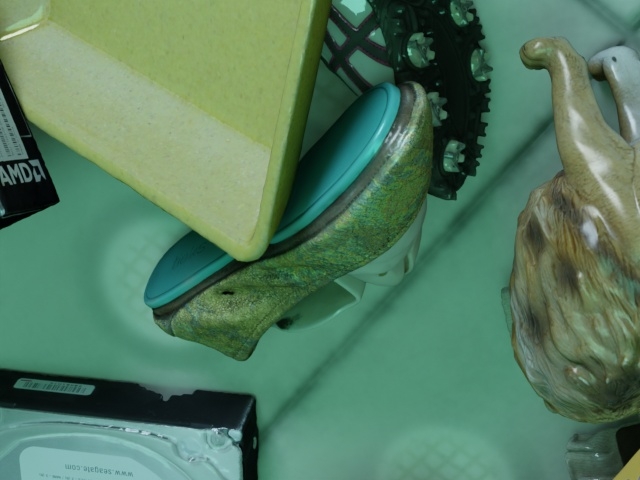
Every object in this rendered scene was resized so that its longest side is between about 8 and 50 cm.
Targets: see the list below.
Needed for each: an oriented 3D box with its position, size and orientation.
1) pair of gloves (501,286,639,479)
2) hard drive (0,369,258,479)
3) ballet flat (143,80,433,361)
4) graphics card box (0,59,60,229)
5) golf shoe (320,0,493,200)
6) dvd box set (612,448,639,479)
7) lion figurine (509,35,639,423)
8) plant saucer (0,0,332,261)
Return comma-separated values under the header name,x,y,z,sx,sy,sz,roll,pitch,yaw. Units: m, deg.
name,x,y,z,sx,sy,sz,roll,pitch,yaw
pair of gloves,0.264,0.107,1.066,0.204,0.042,0.240,-19,110,21
hard drive,-0.171,0.279,1.224,0.237,0.064,0.339,6,117,9
ballet flat,0.000,0.000,0.980,0.123,0.123,0.348,43,142,-11
graphics card box,-0.358,-0.146,0.973,0.233,0.094,0.371,-22,92,15
golf shoe,0.032,-0.153,0.971,0.120,0.105,0.273,-5,116,38
dvd box set,0.264,0.300,1.067,0.307,0.062,0.420,15,122,-32
lion figurine,0.264,-0.043,0.875,0.392,0.142,0.240,-26,69,40
plant saucer,-0.100,-0.206,0.904,0.333,0.081,0.333,32,123,31
